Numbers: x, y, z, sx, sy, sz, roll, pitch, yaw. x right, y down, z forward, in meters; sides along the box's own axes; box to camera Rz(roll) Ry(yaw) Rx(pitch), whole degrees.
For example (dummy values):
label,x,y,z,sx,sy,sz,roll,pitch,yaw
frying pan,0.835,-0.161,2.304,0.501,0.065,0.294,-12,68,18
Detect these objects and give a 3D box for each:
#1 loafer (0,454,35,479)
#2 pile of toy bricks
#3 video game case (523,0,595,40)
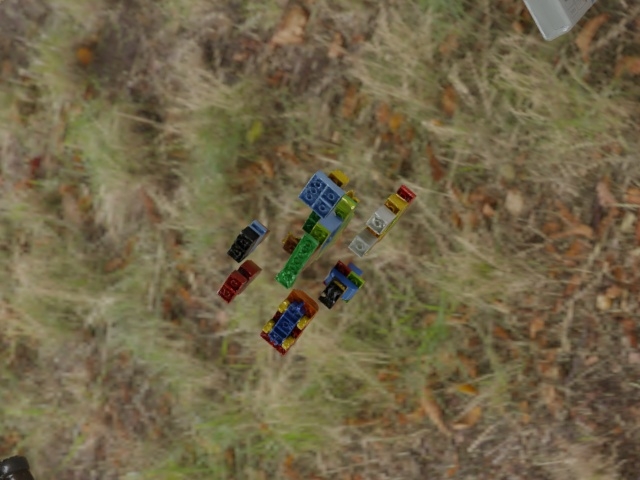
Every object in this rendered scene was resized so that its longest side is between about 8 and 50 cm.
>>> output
label,x,y,z,sx,sy,sz,roll,pitch,yaw
loafer,-0.352,0.314,1.309,0.078,0.080,0.220,54,135,20
pile of toy bricks,0.000,0.000,1.164,0.118,0.105,0.212,41,126,6
video game case,0.212,-0.398,1.367,0.036,0.300,0.329,-27,99,29
